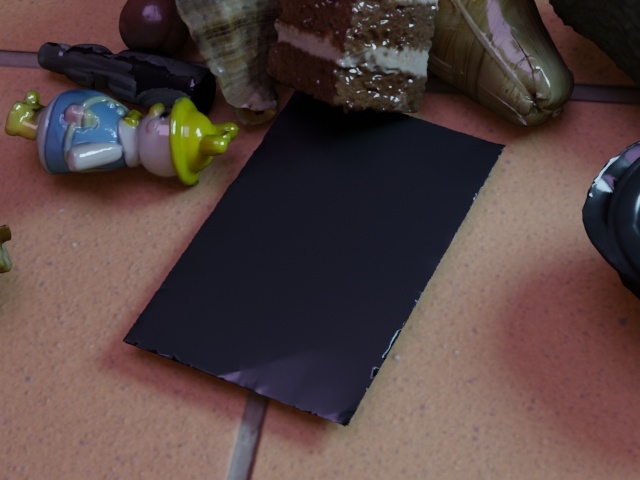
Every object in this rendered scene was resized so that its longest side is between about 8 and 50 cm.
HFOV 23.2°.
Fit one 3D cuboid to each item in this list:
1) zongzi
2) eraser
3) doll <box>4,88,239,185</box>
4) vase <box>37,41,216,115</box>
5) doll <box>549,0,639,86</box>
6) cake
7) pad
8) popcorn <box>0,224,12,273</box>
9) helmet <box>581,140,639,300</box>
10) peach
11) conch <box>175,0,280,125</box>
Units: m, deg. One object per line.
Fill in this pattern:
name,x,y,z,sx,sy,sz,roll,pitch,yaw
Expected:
zongzi,0.207,-0.234,1.640,0.194,0.099,0.197,40,103,28
eraser,0.022,-0.027,1.598,0.103,0.023,0.150,-6,53,4
doll,-0.207,-0.109,1.646,0.241,0.135,0.099,3,82,12
vase,-0.220,-0.185,1.724,0.211,0.060,0.060,16,57,19
doll,0.393,-0.236,1.582,0.349,0.247,0.247,28,62,19
cake,0.038,-0.218,1.618,0.135,0.147,0.134,0,22,-44
pad,0.000,0.000,1.562,0.247,0.007,0.367,19,58,22
popcorn,-0.434,0.004,1.539,0.253,0.191,0.190,8,69,3
helmet,0.389,0.017,1.431,0.279,0.160,0.230,11,57,30
peach,-0.186,-0.246,1.752,0.083,0.083,0.083,-4,53,5
conch,-0.076,-0.282,1.697,0.159,0.210,0.291,-24,69,3
